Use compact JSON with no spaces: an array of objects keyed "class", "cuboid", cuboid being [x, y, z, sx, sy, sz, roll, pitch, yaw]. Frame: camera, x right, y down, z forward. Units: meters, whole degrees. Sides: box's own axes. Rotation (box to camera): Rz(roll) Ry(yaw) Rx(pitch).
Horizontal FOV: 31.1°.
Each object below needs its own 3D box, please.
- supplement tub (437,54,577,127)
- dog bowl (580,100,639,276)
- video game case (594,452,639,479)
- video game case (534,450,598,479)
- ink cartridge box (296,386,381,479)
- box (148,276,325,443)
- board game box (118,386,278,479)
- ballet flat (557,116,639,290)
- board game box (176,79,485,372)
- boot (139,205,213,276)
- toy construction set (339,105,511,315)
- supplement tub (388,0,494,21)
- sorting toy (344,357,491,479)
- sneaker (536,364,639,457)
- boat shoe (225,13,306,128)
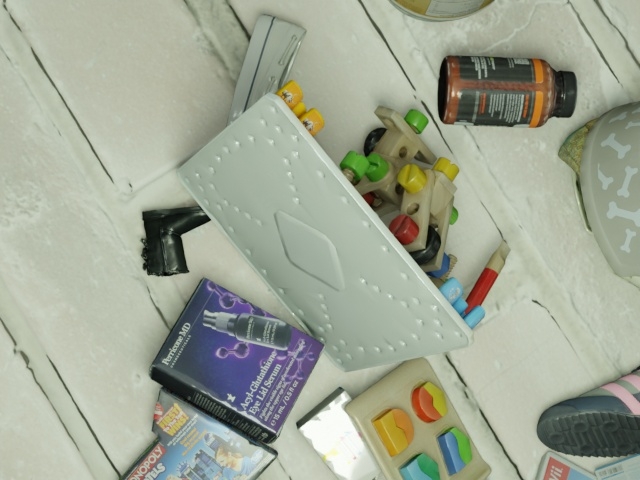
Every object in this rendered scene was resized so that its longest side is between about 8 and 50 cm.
[{"class":"supplement tub","cuboid":[0.278,-0.220,1.715,0.197,0.106,0.106,2,86,-2]},{"class":"dog bowl","cuboid":[0.531,-0.056,1.631,0.348,0.102,0.349,14,63,-29]},{"class":"video game case","cuboid":[0.484,0.391,1.668,0.119,0.015,0.166,-21,60,6]},{"class":"video game case","cuboid":[0.425,0.456,1.666,0.285,0.025,0.204,28,51,0]},{"class":"ink cartridge box","cuboid":[0.043,0.298,1.680,0.090,0.092,0.143,-40,90,-5]},{"class":"box","cuboid":[-0.122,0.175,1.656,0.207,0.108,0.153,28,71,-1]},{"class":"board game box","cuboid":[-0.197,0.317,1.684,0.194,0.060,0.194,44,86,2]},{"class":"ballet flat","cuboid":[0.463,-0.013,1.717,0.123,0.123,0.349,-28,89,-4]},{"class":"board game box","cuboid":[0.000,0.000,1.538,0.050,0.390,0.390,-43,98,-25]},{"class":"boot","cuboid":[-0.211,0.002,1.711,0.121,0.045,0.099,-6,85,4]},{"class":"toy construction set","cuboid":[0.147,-0.059,1.656,0.309,0.257,0.237,38,72,-13]},{"class":"supplement tub","cuboid":[0.182,-0.440,1.619,0.228,0.316,0.228,0,87,-2]},{"class":"sorting toy","cuboid":[0.148,0.285,1.656,0.193,0.038,0.208,-28,85,-47]},{"class":"sneaker","cuboid":[0.477,0.235,1.710,0.319,0.131,0.112,-10,130,11]},{"class":"boat shoe","cuboid":[-0.083,-0.207,1.704,0.084,0.095,0.258,14,87,3]}]
